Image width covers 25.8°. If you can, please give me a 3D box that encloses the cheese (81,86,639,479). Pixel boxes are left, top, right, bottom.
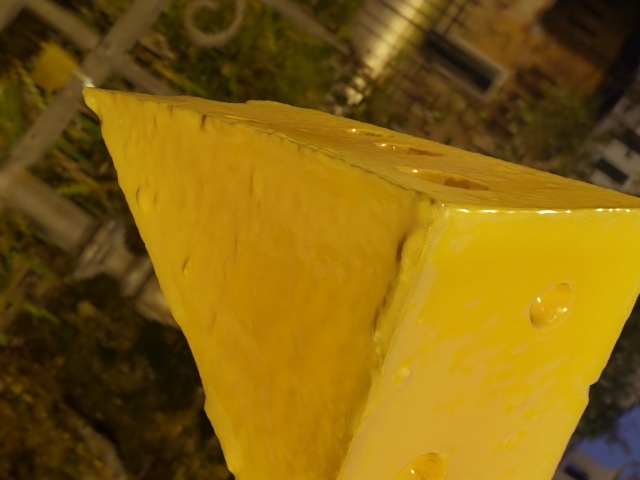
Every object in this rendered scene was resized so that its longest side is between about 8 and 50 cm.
[{"bbox_3d":[0.000,0.000,0.429,0.093,0.171,0.126,-4,125,-38],"label":"cheese"}]
